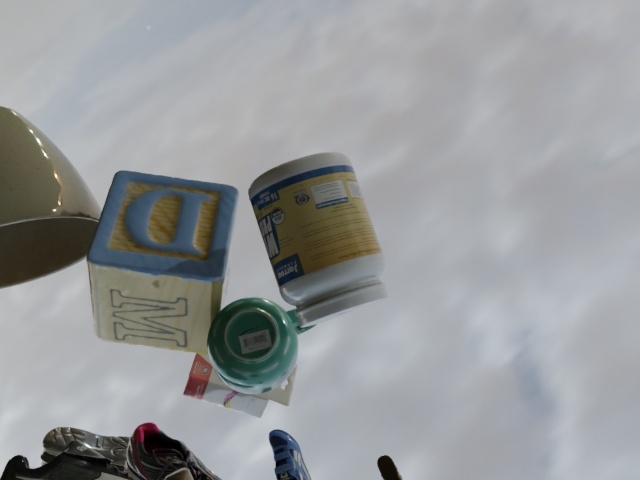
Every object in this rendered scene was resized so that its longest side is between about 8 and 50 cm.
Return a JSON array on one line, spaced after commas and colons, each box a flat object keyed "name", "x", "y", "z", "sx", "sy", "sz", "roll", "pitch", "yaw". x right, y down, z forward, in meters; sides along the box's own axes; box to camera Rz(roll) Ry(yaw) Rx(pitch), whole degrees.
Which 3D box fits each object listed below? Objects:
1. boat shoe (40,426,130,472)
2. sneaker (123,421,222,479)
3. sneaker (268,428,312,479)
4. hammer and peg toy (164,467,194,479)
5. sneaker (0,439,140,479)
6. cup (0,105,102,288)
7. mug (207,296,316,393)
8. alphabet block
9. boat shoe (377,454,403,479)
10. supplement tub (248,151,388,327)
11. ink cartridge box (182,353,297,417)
[{"name": "boat shoe", "x": -0.530, "y": 0.574, "z": 2.037, "sx": 0.132, "sy": 0.355, "sz": 0.130, "roll": -112, "pitch": -141, "yaw": -77}, {"name": "sneaker", "x": -0.240, "y": 0.437, "z": 1.441, "sx": 0.299, "sy": 0.112, "sz": 0.121, "roll": 21, "pitch": -156, "yaw": 26}, {"name": "sneaker", "x": -0.066, "y": 0.448, "z": 1.614, "sx": 0.053, "sy": 0.144, "sz": 0.059, "roll": -30, "pitch": 176, "yaw": 29}, {"name": "hammer and peg toy", "x": -0.241, "y": 0.389, "z": 0.995, "sx": 0.361, "sy": 0.127, "sz": 0.266, "roll": -25, "pitch": 177, "yaw": 28}, {"name": "sneaker", "x": -0.265, "y": 0.286, "z": 0.941, "sx": 0.078, "sy": 0.234, "sz": 0.106, "roll": 110, "pitch": -21, "yaw": -65}, {"name": "cup", "x": -0.536, "y": -0.076, "z": 1.305, "sx": 0.331, "sy": 0.331, "sz": 0.237, "roll": -27, "pitch": -104, "yaw": 26}, {"name": "mug", "x": -0.089, "y": 0.135, "z": 1.147, "sx": 0.158, "sy": 0.129, "sz": 0.097, "roll": -60, "pitch": 170, "yaw": -18}, {"name": "alphabet block", "x": -0.233, "y": 0.035, "z": 1.221, "sx": 0.197, "sy": 0.193, "sz": 0.192, "roll": 103, "pitch": -5, "yaw": -47}, {"name": "boat shoe", "x": 0.163, "y": 0.535, "z": 1.764, "sx": 0.050, "sy": 0.135, "sz": 0.045, "roll": -18, "pitch": 169, "yaw": 6}, {"name": "supplement tub", "x": 0.000, "y": 0.000, "z": 1.049, "sx": 0.144, "sy": 0.200, "sz": 0.144, "roll": -18, "pitch": 171, "yaw": -3}, {"name": "ink cartridge box", "x": -0.152, "y": 0.266, "z": 1.555, "sx": 0.115, "sy": 0.198, "sz": 0.067, "roll": -78, "pitch": -171, "yaw": -49}]
